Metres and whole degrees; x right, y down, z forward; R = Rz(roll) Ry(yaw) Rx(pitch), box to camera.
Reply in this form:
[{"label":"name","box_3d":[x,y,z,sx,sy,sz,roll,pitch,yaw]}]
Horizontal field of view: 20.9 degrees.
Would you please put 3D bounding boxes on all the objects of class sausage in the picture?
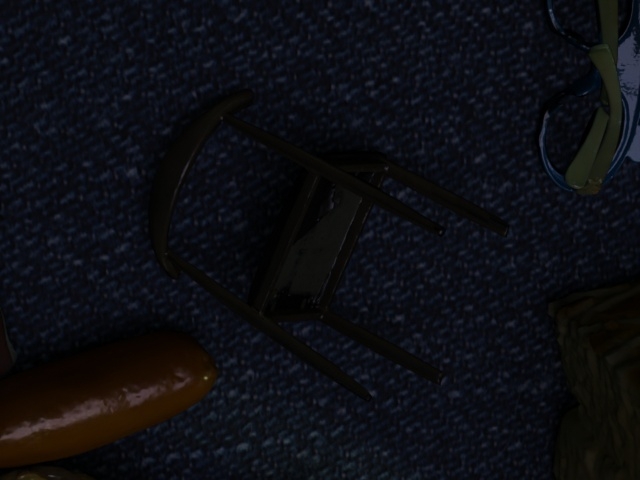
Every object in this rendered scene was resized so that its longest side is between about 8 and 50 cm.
[{"label":"sausage","box_3d":[-0.210,0.144,1.558,0.238,0.098,0.098,-19,111,-13]}]

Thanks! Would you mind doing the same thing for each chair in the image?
[{"label":"chair","box_3d":[0.000,0.000,1.538,0.272,0.166,0.188,29,103,24]}]

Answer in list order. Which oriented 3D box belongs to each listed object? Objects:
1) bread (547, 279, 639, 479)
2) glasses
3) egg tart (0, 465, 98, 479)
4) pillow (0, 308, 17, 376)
[{"label":"bread","box_3d":[0.433,0.180,1.572,0.390,0.371,0.279,-14,109,-7]},{"label":"glasses","box_3d":[0.232,-0.144,1.545,0.102,0.207,0.239,9,107,22]},{"label":"egg tart","box_3d":[-0.241,0.338,1.559,0.288,0.118,0.288,3,105,9]},{"label":"pillow","box_3d":[-0.356,0.049,1.507,0.171,0.075,0.179,-10,115,-16]}]
